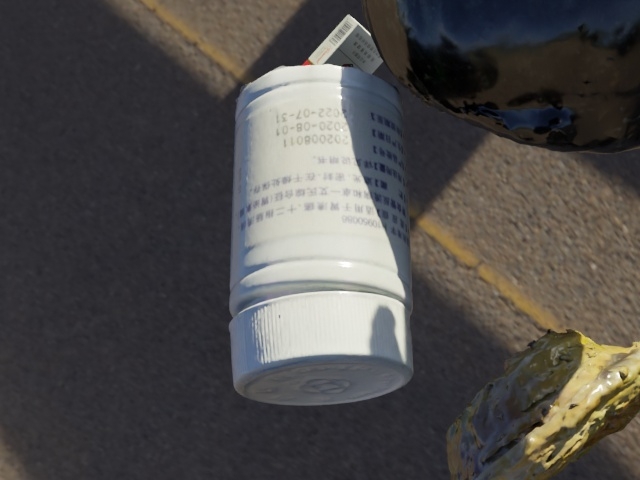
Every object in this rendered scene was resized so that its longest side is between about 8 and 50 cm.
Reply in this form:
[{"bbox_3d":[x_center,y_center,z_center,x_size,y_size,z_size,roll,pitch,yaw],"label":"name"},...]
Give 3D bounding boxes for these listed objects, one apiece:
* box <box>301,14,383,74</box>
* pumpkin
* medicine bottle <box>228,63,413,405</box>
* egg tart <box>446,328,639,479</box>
[{"bbox_3d":[0.033,-0.297,2.027,0.152,0.100,0.048,-49,42,5],"label":"box"},{"bbox_3d":[0.269,-0.292,1.307,0.454,0.454,0.344,27,124,41],"label":"pumpkin"},{"bbox_3d":[0.000,0.000,1.251,0.190,0.190,0.332,-13,63,28],"label":"medicine bottle"},{"bbox_3d":[0.267,0.216,1.447,0.352,0.352,0.150,-41,72,6],"label":"egg tart"}]
